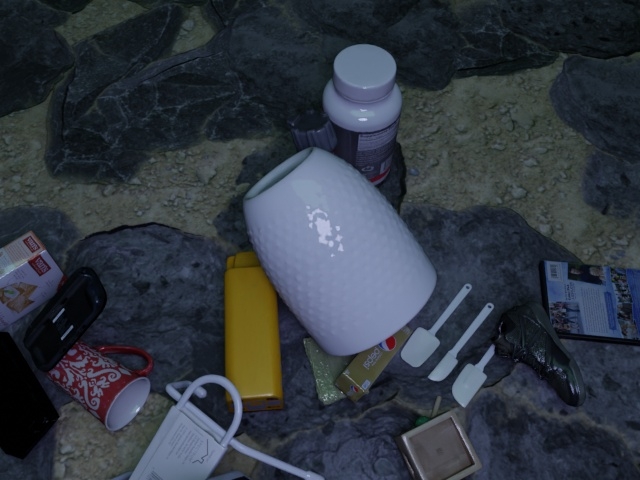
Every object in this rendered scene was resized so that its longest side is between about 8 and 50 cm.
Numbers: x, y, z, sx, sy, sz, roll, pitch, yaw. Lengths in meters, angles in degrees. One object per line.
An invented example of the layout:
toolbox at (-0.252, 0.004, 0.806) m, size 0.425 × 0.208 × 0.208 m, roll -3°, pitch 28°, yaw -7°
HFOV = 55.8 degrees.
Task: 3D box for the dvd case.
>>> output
dvd case at (0.607, 0.136, 1.307) m, size 0.253 × 0.022 × 0.180 m, roll 6°, pitch 60°, yaw 1°

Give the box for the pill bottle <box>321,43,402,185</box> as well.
pill bottle at (0.090, -0.274, 1.365) m, size 0.176 × 0.318 × 0.176 m, roll 0°, pitch 58°, yaw -1°

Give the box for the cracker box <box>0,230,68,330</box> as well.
cracker box at (-0.640, 0.102, 1.211) m, size 0.232 × 0.155 × 0.067 m, roll -38°, pitch 67°, yaw -21°

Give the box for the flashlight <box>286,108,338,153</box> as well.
flashlight at (0.026, -0.131, 1.280) m, size 0.103 × 0.304 × 0.103 m, roll -23°, pitch 45°, yaw -3°

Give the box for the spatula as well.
spatula at (0.296, 0.202, 1.259) m, size 0.168 × 0.019 × 0.242 m, roll 35°, pitch 64°, yaw 19°

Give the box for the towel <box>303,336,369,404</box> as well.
towel at (0.032, 0.250, 1.217) m, size 0.110 × 0.027 × 0.148 m, roll -12°, pitch 59°, yaw -10°

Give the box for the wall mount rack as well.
wall mount rack at (-0.185, 0.409, 1.017) m, size 0.304 × 0.130 × 0.350 m, roll 32°, pitch 92°, yaw 20°

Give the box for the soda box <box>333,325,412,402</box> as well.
soda box at (0.105, 0.228, 1.188) m, size 0.058 × 0.061 × 0.181 m, roll 40°, pitch 53°, yaw 9°

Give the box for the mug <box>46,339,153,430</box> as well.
mug at (-0.418, 0.265, 1.165) m, size 0.169 × 0.113 × 0.150 m, roll 27°, pitch 18°, yaw 18°

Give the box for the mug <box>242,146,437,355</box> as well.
mug at (0.000, 0.000, 1.183) m, size 0.276 × 0.374 × 0.328 m, roll -41°, pitch 107°, yaw -13°

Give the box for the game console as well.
game console at (-0.510, 0.212, 1.112) m, size 0.361 × 0.044 × 0.213 m, roll -48°, pitch 67°, yaw 11°

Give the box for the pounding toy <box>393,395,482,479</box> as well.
pounding toy at (0.212, 0.373, 1.121) m, size 0.130 × 0.100 × 0.141 m, roll -22°, pitch 73°, yaw -14°

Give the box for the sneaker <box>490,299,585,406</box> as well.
sneaker at (0.422, 0.234, 1.201) m, size 0.130 × 0.087 × 0.227 m, roll -15°, pitch 60°, yaw -13°

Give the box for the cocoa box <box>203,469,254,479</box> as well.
cocoa box at (-0.064, 0.503, 0.794) m, size 0.347 × 0.231 × 0.228 m, roll 25°, pitch 83°, yaw 19°

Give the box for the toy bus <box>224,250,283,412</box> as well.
toy bus at (-0.136, 0.168, 1.201) m, size 0.108 × 0.130 × 0.332 m, roll -4°, pitch 59°, yaw -4°
